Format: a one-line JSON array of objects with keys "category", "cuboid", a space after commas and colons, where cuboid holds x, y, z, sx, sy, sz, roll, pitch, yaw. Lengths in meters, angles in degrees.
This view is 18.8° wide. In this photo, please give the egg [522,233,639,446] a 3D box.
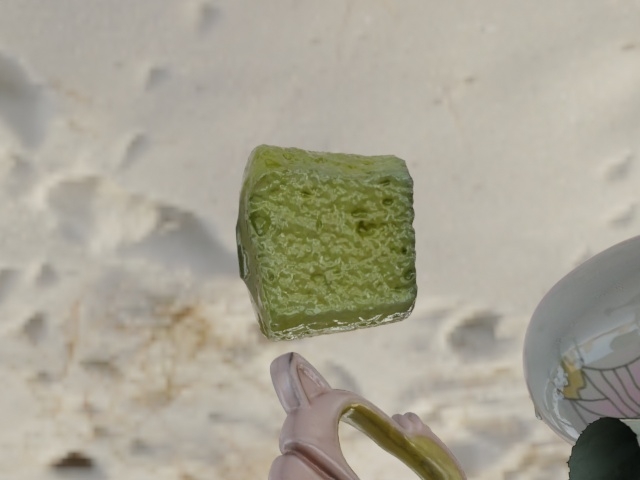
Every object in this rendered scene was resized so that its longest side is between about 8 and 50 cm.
[{"category": "egg", "cuboid": [0.311, 0.087, 1.706, 0.271, 0.196, 0.196, -16, 143, 17]}]

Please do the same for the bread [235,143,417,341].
[{"category": "bread", "cuboid": [0.000, 0.000, 1.264, 0.114, 0.129, 0.111, -2, -176, -6]}]

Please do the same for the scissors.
[{"category": "scissors", "cuboid": [0.078, 0.181, 0.920, 0.024, 0.160, 0.317, -29, 121, 33]}]

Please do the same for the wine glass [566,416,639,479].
[{"category": "wine glass", "cuboid": [0.264, 0.159, 1.276, 0.202, 0.093, 0.093, 5, 146, -30]}]
